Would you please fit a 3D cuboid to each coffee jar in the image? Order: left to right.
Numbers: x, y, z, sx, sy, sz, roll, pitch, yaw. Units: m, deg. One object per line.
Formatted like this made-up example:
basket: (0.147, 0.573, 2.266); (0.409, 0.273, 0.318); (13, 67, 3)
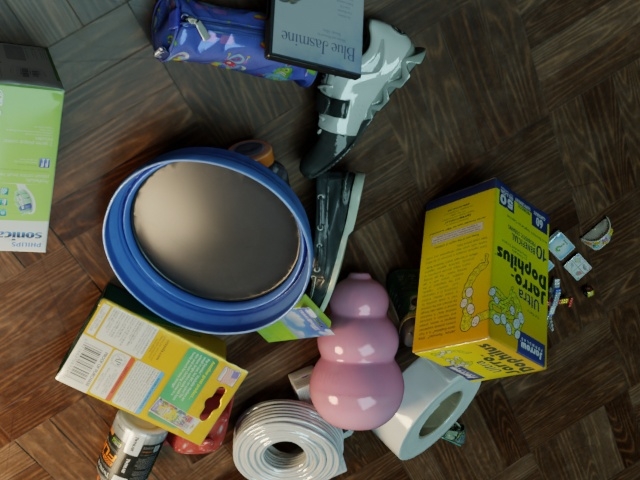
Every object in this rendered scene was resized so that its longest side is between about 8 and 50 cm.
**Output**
coffee jar: (0.208, 0.149, 1.913); (0.096, 0.184, 0.079); (0, 134, -11)

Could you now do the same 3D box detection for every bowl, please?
bowl: (-0.202, 0.002, 1.617); (0.391, 0.077, 0.391); (5, 125, 7)

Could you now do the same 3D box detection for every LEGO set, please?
LEGO set: (0.584, 0.108, 2.147); (0.182, 0.060, 0.244); (-43, 127, 10)

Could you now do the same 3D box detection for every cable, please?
cable: (-0.075, 0.472, 2.001); (0.257, 0.089, 0.257); (21, 125, -12)

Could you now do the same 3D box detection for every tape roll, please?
tape roll: (0.251, 0.380, 2.064); (0.286, 0.100, 0.286); (-34, 148, -24)

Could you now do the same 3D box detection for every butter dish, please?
butter dish: (-0.263, 0.412, 1.912); (0.160, 0.118, 0.160); (4, 117, -25)

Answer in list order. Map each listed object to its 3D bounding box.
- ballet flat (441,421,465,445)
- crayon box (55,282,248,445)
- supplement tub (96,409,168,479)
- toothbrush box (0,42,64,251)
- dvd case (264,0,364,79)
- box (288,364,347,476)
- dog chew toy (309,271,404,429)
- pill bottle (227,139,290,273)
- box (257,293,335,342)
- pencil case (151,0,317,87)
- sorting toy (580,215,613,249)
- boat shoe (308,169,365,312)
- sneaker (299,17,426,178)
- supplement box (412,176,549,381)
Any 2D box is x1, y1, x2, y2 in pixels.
ballet flat: (0.302, 0.475, 2.246); (0.188, 0.070, 0.070); (25, 107, -36)
crayon box: (-0.332, 0.251, 1.750); (0.323, 0.083, 0.203); (29, 105, -15)
supplement tub: (-0.406, 0.450, 1.872); (0.117, 0.117, 0.190); (14, 112, -30)
toothbrush box: (-0.500, -0.152, 1.411); (0.122, 0.206, 0.283); (3, 117, -26)
dvd case: (-0.006, -0.413, 1.499); (0.180, 0.022, 0.253); (8, 79, -28)
box: (-0.004, 0.437, 2.077); (0.067, 0.063, 0.324); (-23, 126, -10)
dog chew toy: (0.080, 0.235, 1.893); (0.206, 0.206, 0.332); (0, 92, -24)
pill bottle: (-0.118, -0.068, 1.679); (0.130, 0.130, 0.245); (-18, 124, -14)
box: (-0.064, 0.164, 1.834); (0.178, 0.042, 0.109); (-11, 136, 34)
pencil case: (-0.138, -0.344, 1.505); (0.306, 0.133, 0.119); (5, 90, -27)
sorting toy: (0.687, -0.006, 2.140); (0.083, 0.045, 0.075); (-41, 146, 4)
boat shoe: (0.000, 0.002, 1.790); (0.113, 0.127, 0.340); (15, 126, -1)
sneaker: (0.039, -0.271, 1.651); (0.146, 0.122, 0.330); (34, 103, -17)
supplement box: (0.339, 0.086, 1.817); (0.194, 0.356, 0.195); (28, 147, -35)
